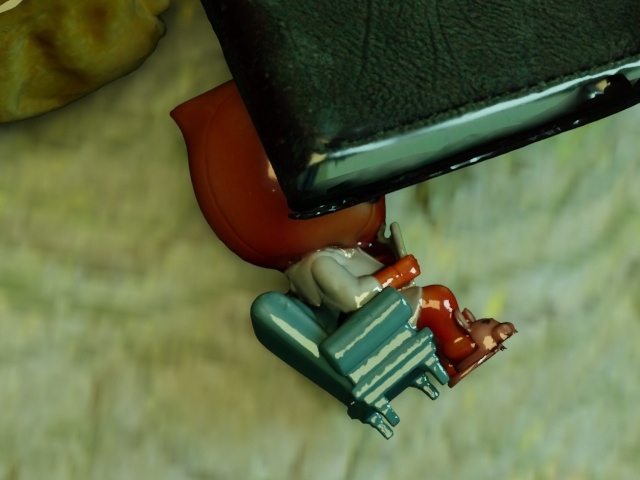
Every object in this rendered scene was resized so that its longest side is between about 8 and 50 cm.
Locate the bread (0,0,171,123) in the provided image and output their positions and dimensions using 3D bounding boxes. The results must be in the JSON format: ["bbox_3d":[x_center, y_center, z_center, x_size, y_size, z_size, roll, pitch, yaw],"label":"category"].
[{"bbox_3d":[-0.221,-0.037,0.424,0.367,0.077,0.084,-23,85,-8],"label":"bread"}]

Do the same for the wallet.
[{"bbox_3d":[0.004,-0.173,0.449,0.172,0.045,0.318,-21,75,-16],"label":"wallet"}]

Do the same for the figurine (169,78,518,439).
[{"bbox_3d":[0.000,0.000,0.446,0.075,0.068,0.140,-35,81,-7],"label":"figurine"}]
